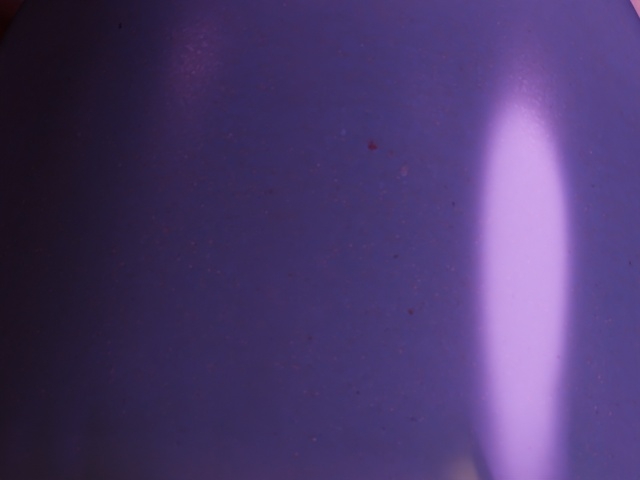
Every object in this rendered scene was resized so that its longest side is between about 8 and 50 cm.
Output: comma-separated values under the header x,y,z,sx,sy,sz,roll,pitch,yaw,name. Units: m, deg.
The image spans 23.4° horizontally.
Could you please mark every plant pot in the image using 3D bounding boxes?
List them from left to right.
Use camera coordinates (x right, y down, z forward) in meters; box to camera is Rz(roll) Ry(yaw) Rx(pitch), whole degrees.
x,y,z,sx,sy,sz,roll,pitch,yaw,name
0.000,0.000,0.557,0.293,0.293,0.235,26,64,-50,plant pot
